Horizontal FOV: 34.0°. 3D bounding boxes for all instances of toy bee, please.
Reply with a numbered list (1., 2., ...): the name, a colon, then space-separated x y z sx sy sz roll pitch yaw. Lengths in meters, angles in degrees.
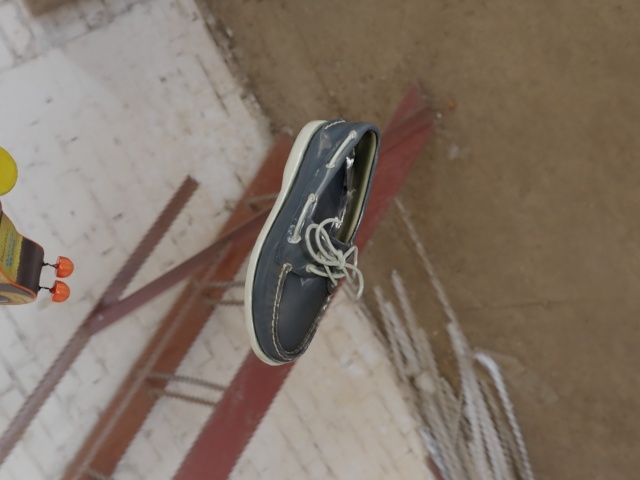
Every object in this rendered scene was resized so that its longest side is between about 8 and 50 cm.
1. toy bee: -0.315 0.006 0.986 0.298 0.162 0.195 -178 95 -79

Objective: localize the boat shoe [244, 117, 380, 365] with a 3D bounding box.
1. boat shoe: 0.000 0.000 1.022 0.079 0.254 0.095 3 157 41
